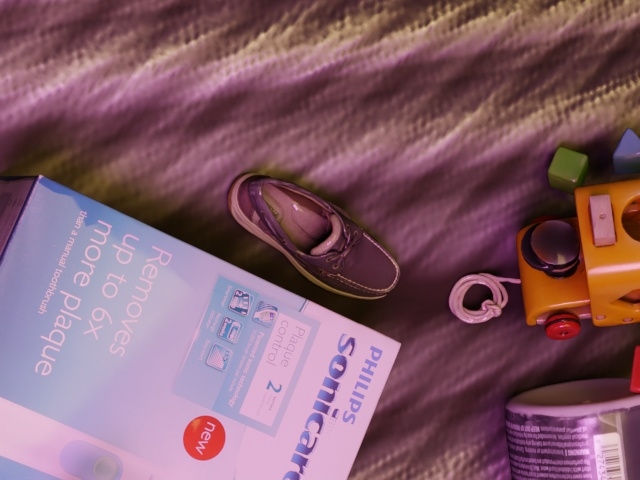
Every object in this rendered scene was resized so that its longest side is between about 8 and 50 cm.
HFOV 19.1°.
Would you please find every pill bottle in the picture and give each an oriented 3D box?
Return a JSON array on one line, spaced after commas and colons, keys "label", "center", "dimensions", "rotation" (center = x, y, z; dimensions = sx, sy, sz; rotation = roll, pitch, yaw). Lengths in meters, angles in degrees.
[{"label": "pill bottle", "center": [0.220, 0.238, 1.479], "dimensions": [0.130, 0.130, 0.246], "rotation": [-9, 96, -23]}]

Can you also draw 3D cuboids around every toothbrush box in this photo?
[{"label": "toothbrush box", "center": [-0.125, 0.110, 1.332], "dimensions": [0.295, 0.126, 0.216], "rotation": [27, 81, -23]}]

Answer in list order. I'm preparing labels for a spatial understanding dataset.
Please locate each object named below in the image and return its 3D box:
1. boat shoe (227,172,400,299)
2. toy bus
[{"label": "boat shoe", "center": [0.000, 0.000, 1.422], "dimensions": [0.152, 0.049, 0.056], "rotation": [29, 80, -21]}, {"label": "toy bus", "center": [0.220, 0.005, 1.434], "dimensions": [0.191, 0.104, 0.202], "rotation": [35, 74, 24]}]
